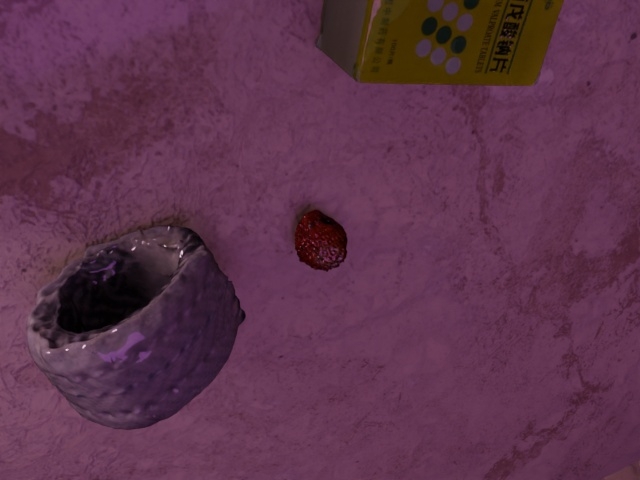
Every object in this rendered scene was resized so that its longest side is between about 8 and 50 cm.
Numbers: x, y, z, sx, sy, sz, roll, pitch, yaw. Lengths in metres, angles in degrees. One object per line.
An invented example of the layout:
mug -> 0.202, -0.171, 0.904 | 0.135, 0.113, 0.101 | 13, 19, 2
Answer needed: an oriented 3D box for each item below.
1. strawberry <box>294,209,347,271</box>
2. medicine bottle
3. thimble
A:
strawberry -> 0.000, 0.000, 0.818 | 0.083, 0.083, 0.096 | -20, 122, -8
medicine bottle -> 0.137, -0.264, 0.637 | 0.250, 0.141, 0.137 | -5, 123, -20
thimble -> -0.230, 0.102, 0.705 | 0.245, 0.217, 0.157 | -31, 133, -17
